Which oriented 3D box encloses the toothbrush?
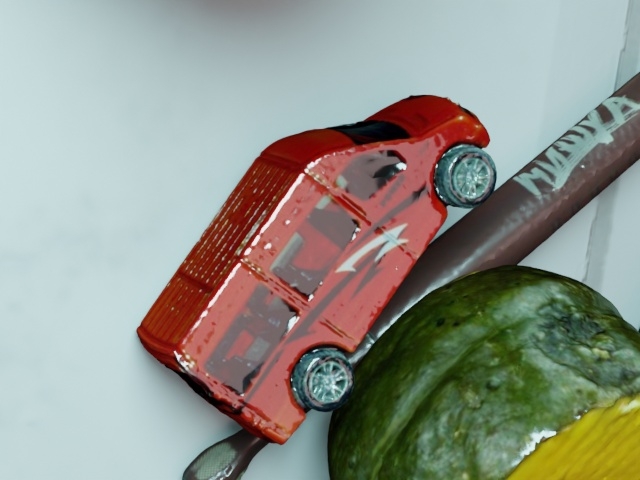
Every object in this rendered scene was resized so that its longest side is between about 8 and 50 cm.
[{"bbox_3d":[0.070,0.019,0.942,0.364,0.041,0.041,-39,121,-16],"label":"toothbrush"}]

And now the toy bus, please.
[{"bbox_3d":[0.000,0.000,0.872,0.089,0.081,0.195,39,83,-25],"label":"toy bus"}]

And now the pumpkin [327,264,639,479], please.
[{"bbox_3d":[0.128,0.139,0.933,0.190,0.139,0.280,-49,134,-2],"label":"pumpkin"}]

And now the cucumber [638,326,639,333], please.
[{"bbox_3d":[0.220,0.068,1.037,0.074,0.074,0.241,34,87,-35],"label":"cucumber"}]
